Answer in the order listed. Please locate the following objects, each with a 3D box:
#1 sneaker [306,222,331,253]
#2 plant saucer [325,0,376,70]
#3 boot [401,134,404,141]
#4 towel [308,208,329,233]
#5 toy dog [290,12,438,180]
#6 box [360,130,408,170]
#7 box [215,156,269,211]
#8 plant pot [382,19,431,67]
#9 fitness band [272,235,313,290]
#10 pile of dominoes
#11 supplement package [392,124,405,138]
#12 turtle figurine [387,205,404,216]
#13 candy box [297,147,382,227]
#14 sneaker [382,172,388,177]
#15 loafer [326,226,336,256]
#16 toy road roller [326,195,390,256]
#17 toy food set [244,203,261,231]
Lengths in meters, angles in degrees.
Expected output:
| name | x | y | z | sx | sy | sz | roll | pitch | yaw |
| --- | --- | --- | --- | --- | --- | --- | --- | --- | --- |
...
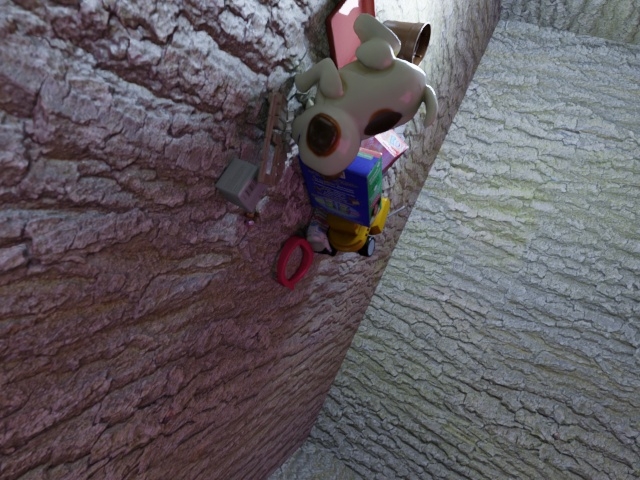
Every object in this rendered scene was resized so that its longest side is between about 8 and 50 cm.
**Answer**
| name | x | y | z | sx | sy | sz | roll | pitch | yaw |
| --- | --- | --- | --- | --- | --- | --- | --- | --- | --- |
| sneaker | 0.000 | 0.000 | 1.684 | 0.237 | 0.085 | 0.086 | 61 | 37 | -64 |
| plant saucer | 0.098 | -0.679 | 1.294 | 0.258 | 0.048 | 0.259 | -57 | 159 | -18 |
| boot | 0.392 | -0.579 | 2.018 | 0.123 | 0.095 | 0.258 | -62 | 159 | 14 |
| towel | 0.024 | -0.117 | 1.741 | 0.144 | 0.029 | 0.197 | 22 | 91 | -62 |
| toy dog | 0.094 | -0.366 | 1.184 | 0.408 | 0.395 | 0.284 | -45 | 169 | -11 |
| box | 0.190 | -0.310 | 1.629 | 0.300 | 0.142 | 0.154 | -46 | 175 | 42 |
| box | -0.213 | -0.152 | 1.100 | 0.101 | 0.087 | 0.102 | -59 | 159 | -14 |
| plant pot | 0.315 | -0.764 | 1.539 | 0.167 | 0.165 | 0.167 | -49 | 154 | -35 |
| fitness band | -0.111 | 0.094 | 1.673 | 0.209 | 0.054 | 0.291 | -62 | 160 | -13 |
| pile of dominoes | -0.134 | -0.277 | 1.124 | 0.196 | 0.040 | 0.251 | -2 | 103 | -79 |
| supplement package | 0.306 | -0.546 | 1.799 | 0.134 | 0.139 | 0.244 | -26 | 139 | -57 |
| turtle figurine | 0.212 | -0.129 | 1.979 | 0.198 | 0.275 | 0.266 | 19 | 103 | -35 |
| candy box | 0.082 | -0.212 | 1.472 | 0.122 | 0.268 | 0.317 | -60 | 159 | -22 |
| sneaker | 0.304 | -0.365 | 2.076 | 0.132 | 0.086 | 0.228 | -55 | 158 | -16 |
| loafer | 0.063 | -0.013 | 1.907 | 0.078 | 0.080 | 0.220 | -46 | 152 | -38 |
| toy road roller | 0.149 | -0.101 | 1.726 | 0.329 | 0.203 | 0.240 | -68 | 153 | -19 |
| toy food set | -0.215 | -0.082 | 1.267 | 0.078 | 0.019 | 0.122 | -51 | 155 | -32 |
